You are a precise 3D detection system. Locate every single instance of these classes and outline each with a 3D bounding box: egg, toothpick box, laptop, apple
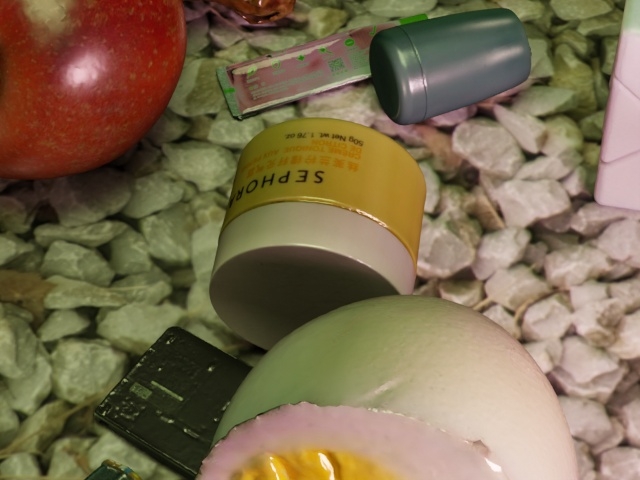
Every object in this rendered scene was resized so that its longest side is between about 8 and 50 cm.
[{"bbox_3d":[0.081,0.209,1.605,0.355,0.354,0.340,12,30,10],"label":"egg"},{"bbox_3d":[0.162,-0.219,2.034,0.184,0.120,0.120,-16,55,-14],"label":"toothpick box"},{"bbox_3d":[-0.122,0.186,1.802,0.207,0.026,0.154,29,61,21],"label":"laptop"},{"bbox_3d":[-0.336,-0.234,1.926,0.348,0.348,0.277,21,26,16],"label":"apple"}]

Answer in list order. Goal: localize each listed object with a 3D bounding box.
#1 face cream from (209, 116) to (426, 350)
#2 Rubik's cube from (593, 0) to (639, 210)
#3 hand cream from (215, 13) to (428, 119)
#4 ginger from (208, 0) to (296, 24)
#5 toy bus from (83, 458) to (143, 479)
[{"bbox_3d":[0.000,0.000,1.815,0.218,0.218,0.179,6,53,6],"label":"face cream"},{"bbox_3d":[0.502,-0.224,1.903,0.322,0.318,0.316,9,55,9],"label":"Rubik's cube"},{"bbox_3d":[0.010,-0.223,2.092,0.275,0.050,0.079,-18,30,-5],"label":"hand cream"},{"bbox_3d":[-0.184,-0.376,2.125,0.321,0.172,0.165,18,53,16],"label":"ginger"},{"bbox_3d":[-0.247,0.361,1.611,0.167,0.138,0.275,35,61,26],"label":"toy bus"}]
